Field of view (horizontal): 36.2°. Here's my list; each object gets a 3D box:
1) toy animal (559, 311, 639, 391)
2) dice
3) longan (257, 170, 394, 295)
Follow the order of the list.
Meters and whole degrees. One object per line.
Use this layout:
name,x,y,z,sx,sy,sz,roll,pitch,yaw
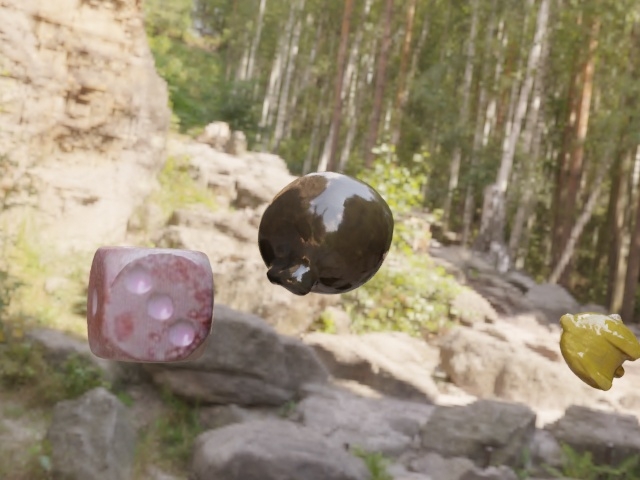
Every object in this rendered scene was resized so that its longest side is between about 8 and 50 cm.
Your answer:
toy animal,0.292,0.106,1.035,0.083,0.070,0.159,43,11,15
dice,-0.142,0.052,0.812,0.091,0.093,0.094,3,0,-23
longan,0.000,0.000,0.767,0.106,0.119,0.106,21,-41,19
